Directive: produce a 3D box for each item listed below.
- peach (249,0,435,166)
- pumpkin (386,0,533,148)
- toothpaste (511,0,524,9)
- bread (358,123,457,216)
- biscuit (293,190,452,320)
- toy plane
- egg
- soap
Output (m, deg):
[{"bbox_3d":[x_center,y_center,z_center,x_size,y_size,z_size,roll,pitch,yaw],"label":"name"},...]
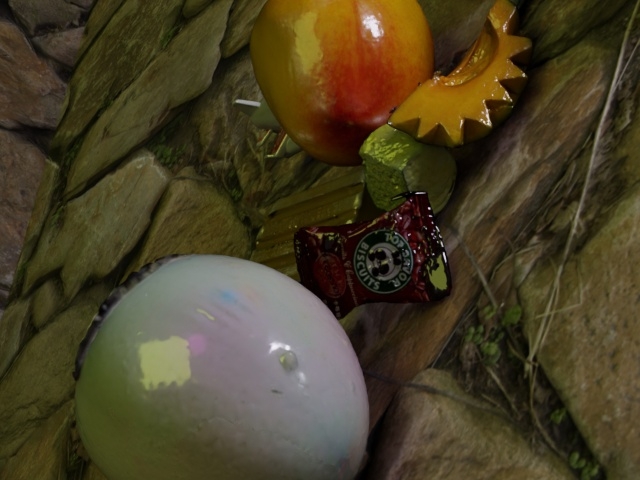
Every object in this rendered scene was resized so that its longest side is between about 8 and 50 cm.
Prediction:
[{"bbox_3d":[0.046,-0.255,1.828,0.289,0.289,0.308,-53,50,16],"label":"peach"},{"bbox_3d":[0.215,-0.194,1.679,0.254,0.130,0.149,-49,-17,-15],"label":"pumpkin"},{"bbox_3d":[0.312,-0.423,1.773,0.069,0.047,0.268,22,87,51],"label":"toothpaste"},{"bbox_3d":[0.127,-0.098,1.697,0.111,0.129,0.114,-34,34,-14],"label":"bread"},{"bbox_3d":[0.062,0.029,1.648,0.235,0.063,0.151,-17,85,28],"label":"biscuit"},{"bbox_3d":[-0.047,-0.249,2.150,0.252,0.118,0.252,-37,37,35],"label":"toy plane"},{"bbox_3d":[-0.087,0.218,1.546,0.339,0.354,0.355,23,84,40],"label":"egg"},{"bbox_3d":[0.000,0.000,1.851,0.274,0.089,0.174,-17,50,53],"label":"soap"}]
